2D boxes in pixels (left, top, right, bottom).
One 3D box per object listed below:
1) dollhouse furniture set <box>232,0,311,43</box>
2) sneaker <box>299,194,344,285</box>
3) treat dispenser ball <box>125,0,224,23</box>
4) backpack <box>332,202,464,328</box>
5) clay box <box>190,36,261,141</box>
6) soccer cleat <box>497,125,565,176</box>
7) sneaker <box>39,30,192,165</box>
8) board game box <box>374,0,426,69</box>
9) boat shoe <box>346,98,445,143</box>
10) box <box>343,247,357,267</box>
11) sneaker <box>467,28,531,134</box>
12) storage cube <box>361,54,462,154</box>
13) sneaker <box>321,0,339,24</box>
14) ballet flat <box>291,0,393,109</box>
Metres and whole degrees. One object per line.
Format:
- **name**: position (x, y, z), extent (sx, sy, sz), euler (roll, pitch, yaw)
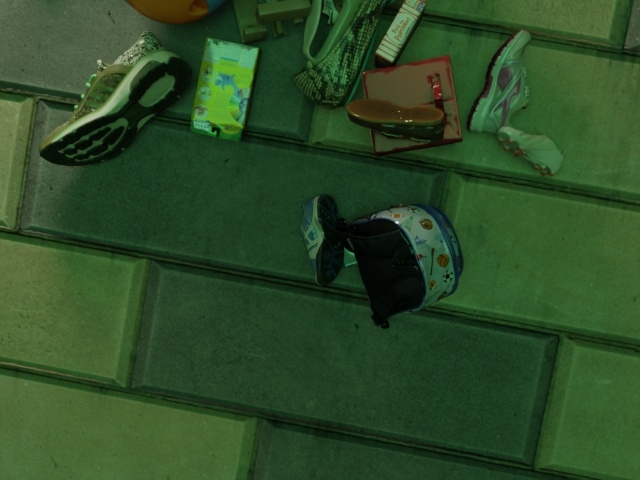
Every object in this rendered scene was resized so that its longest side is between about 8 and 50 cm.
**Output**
- **dollhouse furniture set**: position (-0.114, -0.537, 1.829), extent (0.144, 0.151, 0.123), euler (-13, 85, -10)
- **sneaker**: position (0.000, 0.000, 1.910), extent (0.081, 0.080, 0.211), euler (-3, 89, 47)
- **treat dispenser ball**: position (-0.319, -0.617, 1.776), extent (0.288, 0.288, 0.288), euler (0, 94, 4)
- **backpack**: position (0.194, 0.040, 1.803), extent (0.213, 0.263, 0.276), euler (-26, 95, -19)
- **clay box**: position (-0.221, -0.349, 1.907), extent (0.128, 0.053, 0.221), euler (12, 95, 2)
- **soccer cleat**: position (0.475, -0.216, 1.846), extent (0.196, 0.068, 0.076), euler (29, 83, -29)
- **sneaker**: position (-0.492, -0.331, 1.910), extent (0.410, 0.158, 0.182), euler (-36, 60, 7)
- **board game box**: position (0.174, -0.451, 1.805), extent (0.045, 0.193, 0.146), euler (30, 95, 1)
- **boat shoe**: position (0.153, -0.239, 1.688), extent (0.207, 0.073, 0.073), euler (14, 140, 20)
- **box**: position (0.085, 0.021, 1.933), extent (0.083, 0.018, 0.067), euler (-17, 93, 5)
- **sneaker**: position (0.425, -0.349, 1.850), extent (0.111, 0.103, 0.252), euler (21, 103, 0)
- **storage cube**: position (0.204, -0.293, 1.809), extent (0.193, 0.215, 0.183), euler (-9, 94, 10)
- **sneaker**: position (0.016, -0.539, 1.889), extent (0.037, 0.032, 0.083), euler (-23, 92, 5)
- **ballet flat**: position (0.085, -0.529, 1.812), extent (0.182, 0.164, 0.482), euler (28, 98, -18)
